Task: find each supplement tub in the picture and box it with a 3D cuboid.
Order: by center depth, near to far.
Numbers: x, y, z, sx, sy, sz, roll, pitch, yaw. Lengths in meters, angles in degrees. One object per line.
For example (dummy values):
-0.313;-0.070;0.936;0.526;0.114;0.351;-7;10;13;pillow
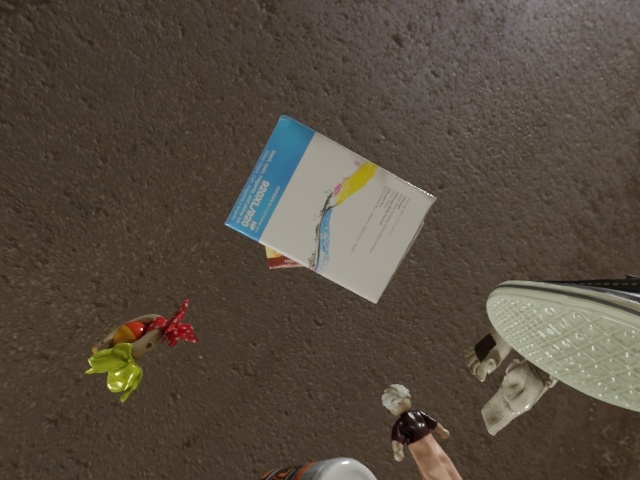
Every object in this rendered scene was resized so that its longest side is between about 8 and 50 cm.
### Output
-0.035;0.606;0.915;0.207;0.338;0.206;24;48;-30;supplement tub

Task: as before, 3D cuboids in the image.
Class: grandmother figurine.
0.287;0.589;1.233;0.208;0.104;0.342;0;50;-41;grandmother figurine

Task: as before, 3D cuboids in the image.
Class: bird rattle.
-0.426;0.225;0.976;0.253;0.207;0.143;-48;128;-35;bird rattle

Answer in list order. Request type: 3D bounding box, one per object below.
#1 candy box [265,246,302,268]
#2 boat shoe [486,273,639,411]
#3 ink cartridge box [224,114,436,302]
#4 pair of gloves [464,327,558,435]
0.000;0.000;1.129;0.183;0.316;0.087;-5;96;19;candy box
0.474;0.123;0.528;0.156;0.501;0.186;-44;123;-35;boat shoe
0.014;-0.044;0.623;0.233;0.171;0.168;28;94;-2;ink cartridge box
0.402;0.272;0.906;0.042;0.204;0.240;27;31;-9;pair of gloves
